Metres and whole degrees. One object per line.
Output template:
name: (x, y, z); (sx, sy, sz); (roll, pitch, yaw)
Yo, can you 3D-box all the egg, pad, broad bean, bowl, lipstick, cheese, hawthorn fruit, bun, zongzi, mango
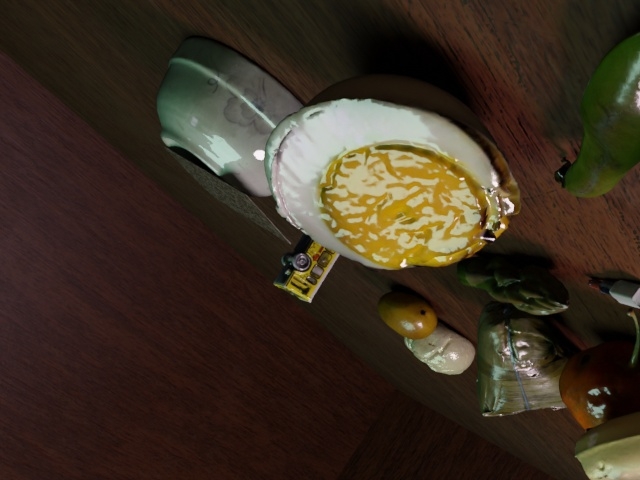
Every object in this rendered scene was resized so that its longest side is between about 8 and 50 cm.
egg: (0.094, -0.102, 0.936); (0.287, 0.174, 0.264); (-6, 133, 35)
pad: (-0.158, -0.077, 1.336); (0.235, 0.003, 0.158); (30, 167, 39)
broad bean: (0.260, -0.095, 0.706); (0.075, 0.067, 0.325); (45, 169, 16)
bowl: (-0.152, -0.183, 1.329); (0.307, 0.163, 0.307); (37, 171, 7)
lipstick: (0.400, 0.067, 1.075); (0.025, 0.025, 0.107); (41, 173, -21)
cheese: (0.553, 0.305, 1.124); (0.316, 0.128, 0.260); (-24, 145, 28)
hawthorn fruit: (0.473, 0.195, 1.212); (0.165, 0.165, 0.285); (31, 145, 21)
bun: (0.294, 0.271, 1.995); (0.188, 0.111, 0.164); (28, 170, 18)
zongzi: (0.417, 0.200, 1.408); (0.275, 0.125, 0.250); (-4, 130, 5)
mango: (0.205, 0.177, 1.921); (0.136, 0.099, 0.227); (31, 178, -13)

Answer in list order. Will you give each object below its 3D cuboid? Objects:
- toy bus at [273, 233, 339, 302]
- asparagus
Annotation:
toy bus: (0.000, 0.000, 1.442); (0.074, 0.226, 0.081); (35, 168, -19)
asparagus: (0.305, 0.068, 1.227); (0.080, 0.080, 0.287); (39, 176, -16)
